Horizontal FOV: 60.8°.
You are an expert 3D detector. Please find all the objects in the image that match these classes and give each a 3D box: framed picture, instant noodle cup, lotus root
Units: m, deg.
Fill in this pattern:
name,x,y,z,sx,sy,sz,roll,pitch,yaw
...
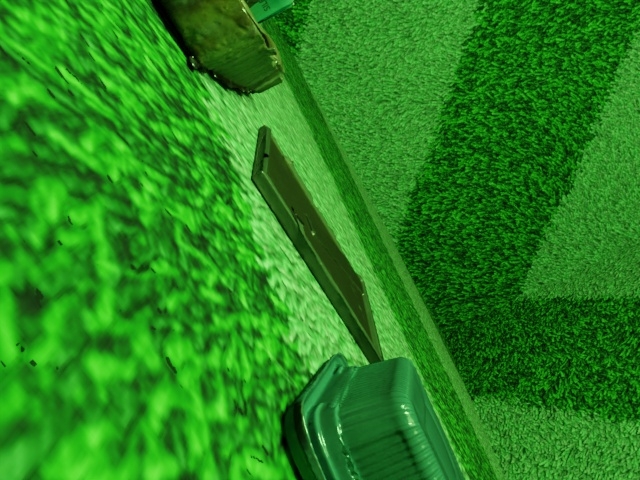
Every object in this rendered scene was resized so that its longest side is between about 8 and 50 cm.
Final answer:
name,x,y,z,sx,sy,sz,roll,pitch,yaw
framed picture,0.000,0.000,0.670,0.281,0.019,0.209,59,10,-22
instant noodle cup,0.052,0.152,0.368,0.157,0.070,0.179,65,8,4
lotus root,-0.112,-0.252,0.619,0.170,0.074,0.260,58,9,-10

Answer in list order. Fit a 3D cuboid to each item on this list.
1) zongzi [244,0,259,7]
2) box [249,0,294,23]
name,x,y,z,sx,sy,sz,roll,pitch,yaw
zongzi,-0.121,-0.446,0.810,0.250,0.125,0.274,64,25,1
box,-0.185,-0.596,1.052,0.311,0.118,0.205,43,24,-63
